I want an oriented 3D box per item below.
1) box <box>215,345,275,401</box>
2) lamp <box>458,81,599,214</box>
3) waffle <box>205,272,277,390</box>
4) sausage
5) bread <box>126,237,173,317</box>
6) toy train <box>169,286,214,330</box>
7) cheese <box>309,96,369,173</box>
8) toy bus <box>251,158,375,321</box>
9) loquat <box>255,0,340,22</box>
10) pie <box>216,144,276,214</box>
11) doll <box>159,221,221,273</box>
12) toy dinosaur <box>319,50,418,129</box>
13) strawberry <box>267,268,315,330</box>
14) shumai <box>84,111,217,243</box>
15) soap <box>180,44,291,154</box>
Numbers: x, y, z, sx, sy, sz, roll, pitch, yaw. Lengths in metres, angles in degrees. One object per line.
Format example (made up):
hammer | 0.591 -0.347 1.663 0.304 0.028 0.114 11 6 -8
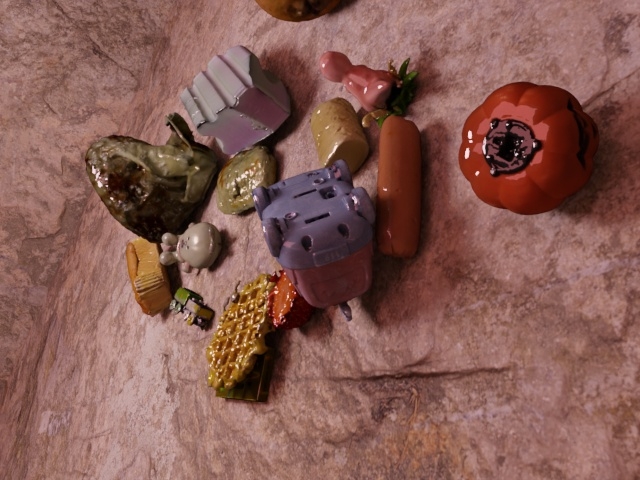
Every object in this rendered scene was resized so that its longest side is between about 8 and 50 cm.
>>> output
box | -0.178 0.311 1.383 0.193 0.030 0.121 -15 61 51
lamp | 0.298 -0.130 0.847 0.187 0.164 0.188 3 94 40
waffle | -0.180 0.212 1.376 0.280 0.060 0.262 -52 31 7
sausage | 0.147 -0.102 1.104 0.086 0.086 0.289 -24 53 46
bread | -0.555 0.107 1.920 0.119 0.152 0.288 -20 40 -8
toy train | -0.366 0.191 1.683 0.202 0.060 0.081 20 83 55
cheese | 0.038 -0.230 1.320 0.123 0.094 0.167 -43 42 30
toy bus | 0.000 0.000 1.135 0.197 0.232 0.294 -20 31 -5
loquat | -0.058 -0.742 1.536 0.328 0.328 0.328 -30 49 43
pie | -0.215 -0.177 1.648 0.248 0.090 0.201 -17 56 46
doll | -0.364 0.014 1.742 0.275 0.113 0.155 -10 73 44
toy dinosaur | 0.101 -0.335 1.215 0.152 0.177 0.194 -54 38 22
strawberry | -0.057 0.126 1.264 0.145 0.086 0.145 -32 46 41
shumai | -0.493 -0.207 1.885 0.348 0.395 0.395 -27 46 11
soap | -0.247 -0.409 1.710 0.261 0.156 0.446 -46 32 6
